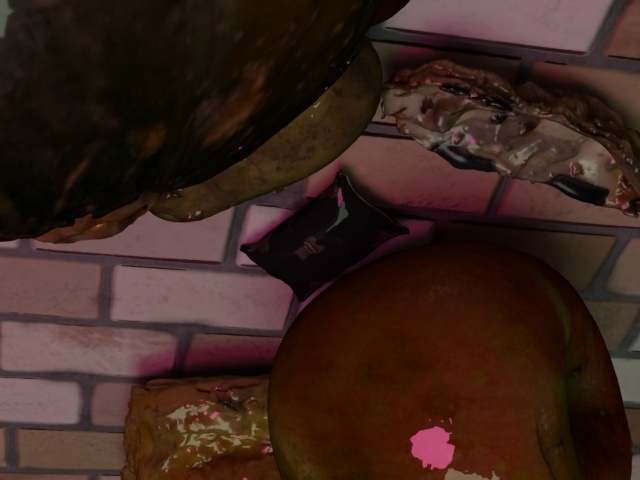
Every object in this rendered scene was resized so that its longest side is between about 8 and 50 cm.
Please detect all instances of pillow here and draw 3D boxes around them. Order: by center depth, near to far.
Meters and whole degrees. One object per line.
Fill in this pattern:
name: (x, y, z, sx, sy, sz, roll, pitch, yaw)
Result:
pillow: (0.000, 0.001, 0.990, 0.150, 0.048, 0.090, -35, 134, 30)

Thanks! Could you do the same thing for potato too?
potato: (-0.059, -0.100, 0.831, 0.251, 0.113, 0.149, -32, 134, 20)

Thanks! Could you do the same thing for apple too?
apple: (0.119, 0.168, 0.987, 0.339, 0.340, 0.340, -4, 137, -4)

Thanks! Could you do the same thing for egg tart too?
egg tart: (-0.075, 0.287, 1.215, 0.339, 0.153, 0.352, 7, 136, -19)

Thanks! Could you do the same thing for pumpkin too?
pumpkin: (-0.169, -0.164, 0.524, 0.454, 0.454, 0.344, -12, 107, 5)

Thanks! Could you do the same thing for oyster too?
oyster: (0.202, -0.086, 0.916, 0.345, 0.079, 0.128, 18, 152, -27)

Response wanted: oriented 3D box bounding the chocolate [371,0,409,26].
chocolate: (0.003, -0.206, 0.726, 0.133, 0.124, 0.127, 1, 153, 37)
